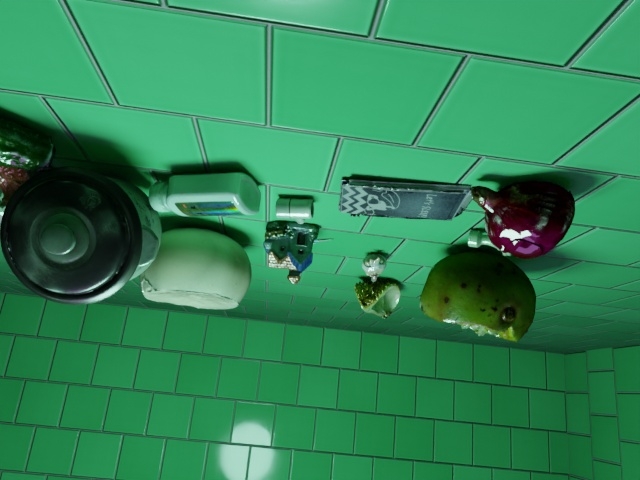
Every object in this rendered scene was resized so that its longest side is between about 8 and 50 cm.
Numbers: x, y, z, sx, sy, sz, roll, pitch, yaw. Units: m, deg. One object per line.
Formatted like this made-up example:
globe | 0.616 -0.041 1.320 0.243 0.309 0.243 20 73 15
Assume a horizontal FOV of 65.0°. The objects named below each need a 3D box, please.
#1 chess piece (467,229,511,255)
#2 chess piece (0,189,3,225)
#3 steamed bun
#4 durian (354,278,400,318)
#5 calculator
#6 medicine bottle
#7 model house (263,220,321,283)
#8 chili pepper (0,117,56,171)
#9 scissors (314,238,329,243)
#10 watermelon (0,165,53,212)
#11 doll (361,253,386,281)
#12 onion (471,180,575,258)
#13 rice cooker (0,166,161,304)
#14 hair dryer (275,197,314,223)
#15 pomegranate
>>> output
chess piece | 0.411 0.000 1.208 0.103 0.067 0.067 6 165 29
chess piece | -0.694 -0.040 1.262 0.194 0.194 0.299 -4 151 29
steamed bun | -0.356 0.077 1.449 0.324 0.206 0.324 3 164 1
durian | 0.200 0.207 1.815 0.144 0.139 0.252 3 164 25
calculator | 0.177 -0.085 1.064 0.274 0.028 0.165 4 160 0
medicine bottle | -0.252 -0.096 1.069 0.229 0.083 0.121 1 165 18
model house | -0.080 0.036 1.331 0.148 0.148 0.119 5 162 -5
chili pepper | -0.618 -0.194 0.856 0.136 0.099 0.270 22 -179 36
scissors | 0.000 0.000 1.427 0.083 0.006 0.036 -4 158 30
watermelon | -0.642 -0.156 1.075 0.098 0.121 0.158 -13 114 11
doll | 0.161 0.082 1.509 0.073 0.084 0.127 3 170 7
onion | 0.373 -0.040 0.961 0.198 0.135 0.173 11 159 -12
rice cooker | -0.479 -0.015 1.033 0.317 0.264 0.316 13 -176 -1
hair dryer | -0.051 -0.063 1.183 0.082 0.047 0.137 2 168 9
pomegranate | 0.425 0.126 1.399 0.310 0.216 0.358 11 -168 -17
